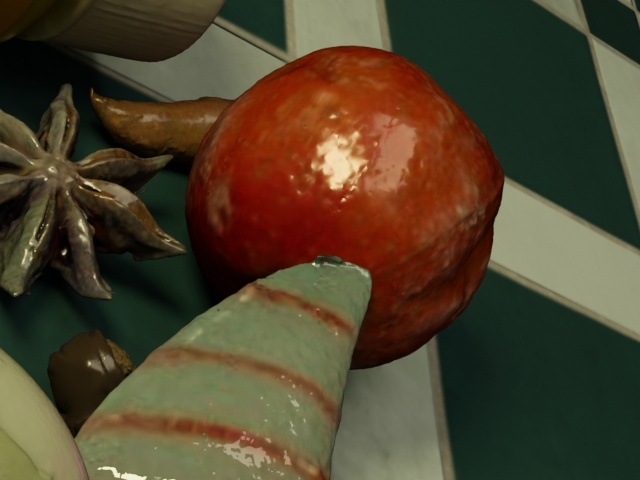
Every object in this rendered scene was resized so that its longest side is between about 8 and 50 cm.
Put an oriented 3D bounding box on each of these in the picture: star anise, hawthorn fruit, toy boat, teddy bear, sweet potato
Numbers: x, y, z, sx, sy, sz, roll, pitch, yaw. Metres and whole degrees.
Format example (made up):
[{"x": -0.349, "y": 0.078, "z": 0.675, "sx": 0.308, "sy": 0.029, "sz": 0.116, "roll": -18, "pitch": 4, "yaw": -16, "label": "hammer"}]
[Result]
[{"x": -0.176, "y": -0.029, "z": 1.016, "sx": 0.180, "sy": 0.061, "sz": 0.205, "roll": 7, "pitch": 47, "yaw": -30, "label": "star anise"}, {"x": 0.000, "y": 0.000, "z": 1.061, "sx": 0.242, "sy": 0.242, "sz": 0.272, "roll": 46, "pitch": 49, "yaw": -6, "label": "hawthorn fruit"}, {"x": -0.035, "y": 0.107, "z": 0.869, "sx": 0.206, "sy": 0.096, "sz": 0.282, "roll": 19, "pitch": 51, "yaw": -6, "label": "toy boat"}, {"x": -0.125, "y": 0.136, "z": 0.913, "sx": 0.160, "sy": 0.078, "sz": 0.119, "roll": 60, "pitch": -6, "yaw": -2, "label": "teddy bear"}, {"x": -0.057, "y": -0.084, "z": 1.204, "sx": 0.314, "sy": 0.066, "sz": 0.072, "roll": 13, "pitch": 42, "yaw": -37, "label": "sweet potato"}]

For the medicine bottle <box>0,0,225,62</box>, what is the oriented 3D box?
[{"x": -0.250, "y": -0.246, "z": 0.999, "sx": 0.384, "sy": 0.224, "sz": 0.224, "roll": 9, "pitch": 51, "yaw": -44, "label": "medicine bottle"}]

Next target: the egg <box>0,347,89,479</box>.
[{"x": -0.199, "y": 0.145, "z": 0.729, "sx": 0.217, "sy": 0.183, "sz": 0.183, "roll": 58, "pitch": 34, "yaw": -7, "label": "egg"}]
